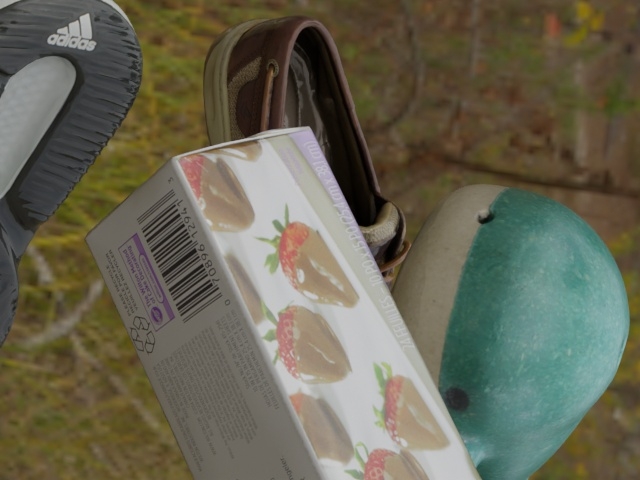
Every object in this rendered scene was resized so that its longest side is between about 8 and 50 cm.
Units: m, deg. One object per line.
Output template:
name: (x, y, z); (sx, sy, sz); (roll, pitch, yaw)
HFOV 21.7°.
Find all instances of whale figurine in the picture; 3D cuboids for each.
whale figurine: (0.126, 0.095, 1.082); (0.216, 0.141, 0.272); (-57, 150, -47)

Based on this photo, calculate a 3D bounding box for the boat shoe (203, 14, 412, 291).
boat shoe: (0.000, 0.000, 1.237); (0.123, 0.123, 0.342); (-10, 95, -32)

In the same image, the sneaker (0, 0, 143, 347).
sneaker: (-0.285, -0.060, 1.016); (0.169, 0.257, 0.447); (8, 133, -45)

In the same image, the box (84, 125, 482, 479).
box: (0.026, 0.120, 0.530); (0.063, 0.067, 0.324); (-17, 76, -42)
